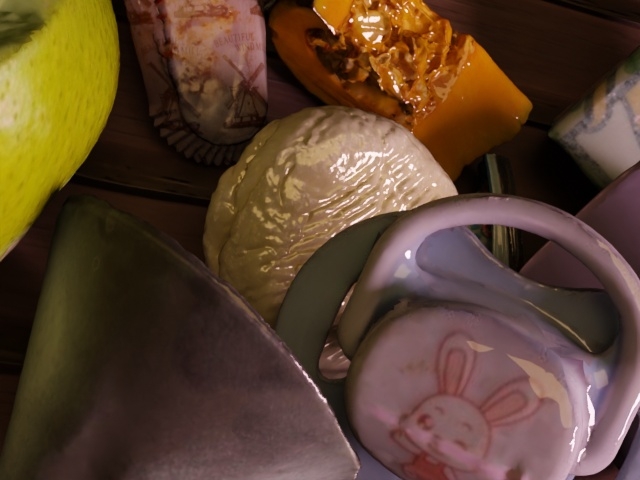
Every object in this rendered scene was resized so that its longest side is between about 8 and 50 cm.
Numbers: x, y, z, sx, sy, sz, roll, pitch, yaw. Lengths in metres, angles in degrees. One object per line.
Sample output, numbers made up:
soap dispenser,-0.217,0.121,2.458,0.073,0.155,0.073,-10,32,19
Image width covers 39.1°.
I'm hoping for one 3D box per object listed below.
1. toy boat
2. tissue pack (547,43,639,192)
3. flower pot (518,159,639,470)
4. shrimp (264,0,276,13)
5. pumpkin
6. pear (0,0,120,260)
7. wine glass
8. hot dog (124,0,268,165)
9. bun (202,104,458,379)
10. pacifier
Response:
toy boat,0.154,-0.014,0.840,0.066,0.059,0.140,-7,68,8
tissue pack,0.402,-0.125,0.836,0.228,0.311,0.128,48,21,3
flower pot,0.295,0.066,0.721,0.265,0.265,0.243,-36,77,-29
shrimp,-0.044,-0.237,0.863,0.174,0.076,0.082,6,107,-23
pumpkin,0.064,-0.164,0.818,0.131,0.126,0.248,-51,120,-18
pear,-0.273,-0.110,0.560,0.342,0.239,0.318,33,44,20
wine glass,-0.192,0.205,0.512,0.267,0.267,0.406,41,65,0
hot dog,-0.102,-0.190,0.771,0.131,0.069,0.253,-9,95,-20
bun,0.000,0.000,0.725,0.220,0.134,0.221,-7,105,-28
pacifier,0.116,0.085,0.637,0.287,0.226,0.239,22,98,13
